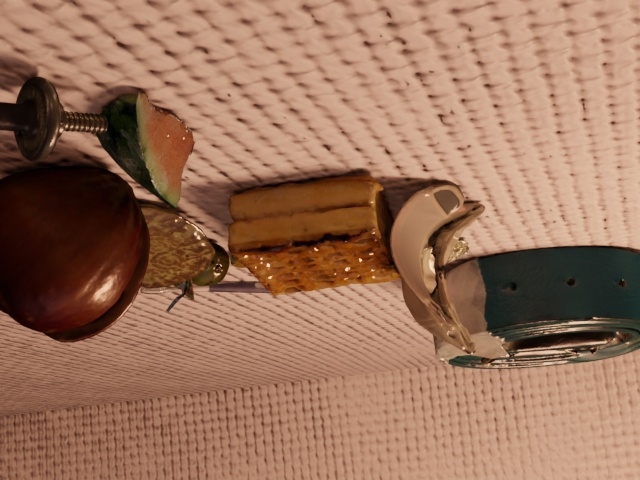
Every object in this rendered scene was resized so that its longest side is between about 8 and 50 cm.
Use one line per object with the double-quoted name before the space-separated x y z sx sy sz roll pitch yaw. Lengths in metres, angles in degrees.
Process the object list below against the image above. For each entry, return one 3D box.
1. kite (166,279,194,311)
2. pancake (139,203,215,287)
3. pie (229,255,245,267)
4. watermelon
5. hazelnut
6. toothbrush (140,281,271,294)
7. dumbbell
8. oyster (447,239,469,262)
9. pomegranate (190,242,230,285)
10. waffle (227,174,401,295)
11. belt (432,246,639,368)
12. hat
"kite" -0.252 0.039 1.499 0.183 0.010 0.160 35 131 -24
"pancake" -0.259 0.012 1.404 0.211 0.029 0.235 -9 150 10
"pie" -0.105 0.029 1.628 0.084 0.020 0.084 -5 167 -1
"watermelon" -0.192 -0.109 1.053 0.101 0.080 0.155 29 173 12
"hazelnut" -0.303 0.006 1.179 0.217 0.217 0.251 -3 175 -5
"toothbrush" -0.180 0.084 1.805 0.287 0.024 0.026 2 150 -20
"dumbbell" -0.307 -0.112 0.900 0.254 0.110 0.110 1 165 -41
"oyster" 0.194 0.021 1.653 0.100 0.037 0.098 -9 165 16
"pomegranate" -0.176 0.031 1.543 0.073 0.085 0.073 -5 121 -9
"waffle" 0.000 -0.001 1.417 0.212 0.091 0.308 -8 166 8
"belt" 0.415 0.128 1.866 0.436 0.173 0.300 -6 156 -8
"hat" 0.141 0.037 1.403 0.226 0.220 0.164 19 160 -38
